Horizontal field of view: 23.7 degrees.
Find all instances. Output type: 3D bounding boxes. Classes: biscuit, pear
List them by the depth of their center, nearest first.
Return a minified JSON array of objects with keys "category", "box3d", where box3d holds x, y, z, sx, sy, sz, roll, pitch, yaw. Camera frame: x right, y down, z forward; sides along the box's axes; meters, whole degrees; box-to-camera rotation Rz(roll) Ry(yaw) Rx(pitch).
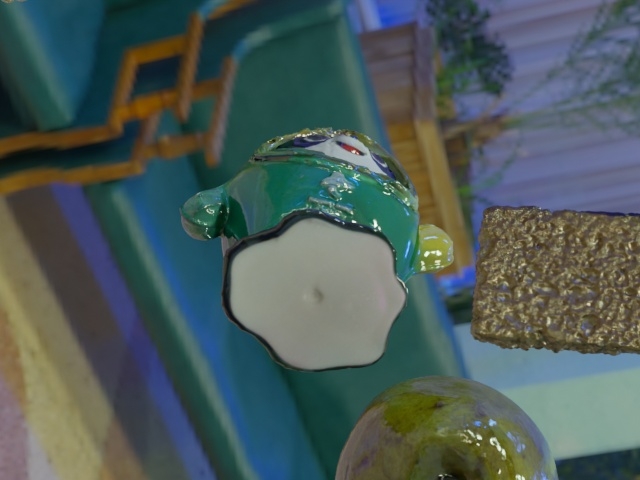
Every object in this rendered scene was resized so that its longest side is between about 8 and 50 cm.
[{"category":"biscuit","box3d":[0.244,0.035,1.242,0.026,0.236,0.131,82,13,-60]},{"category":"pear","box3d":[0.141,0.272,1.694,0.307,0.253,0.253,69,11,-85]}]

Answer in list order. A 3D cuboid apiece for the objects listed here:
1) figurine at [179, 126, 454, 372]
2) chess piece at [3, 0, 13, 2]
[{"category":"figurine","box3d":[0.000,0.000,1.743,0.340,0.323,0.231,-77,-174,-69]},{"category":"chess piece","box3d":[-0.297,-0.260,1.549,0.035,0.092,0.035,13,71,-41]}]
